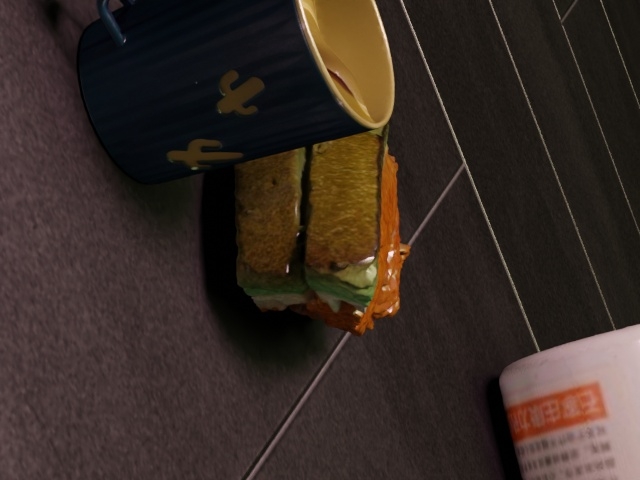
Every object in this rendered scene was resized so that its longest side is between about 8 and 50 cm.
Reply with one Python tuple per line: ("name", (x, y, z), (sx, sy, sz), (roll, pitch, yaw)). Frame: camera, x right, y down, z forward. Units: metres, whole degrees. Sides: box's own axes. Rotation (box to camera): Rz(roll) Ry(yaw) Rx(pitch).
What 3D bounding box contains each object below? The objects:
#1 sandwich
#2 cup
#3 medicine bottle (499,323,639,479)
("sandwich", (-0.001, 0.005, 1.106), (0.185, 0.109, 0.160), (-84, 168, -48))
("cup", (-0.062, -0.120, 0.969), (0.176, 0.155, 0.131), (54, 28, -36))
("medicine bottle", (0.300, 0.269, 1.461), (0.211, 0.211, 0.372), (11, 64, -65))
